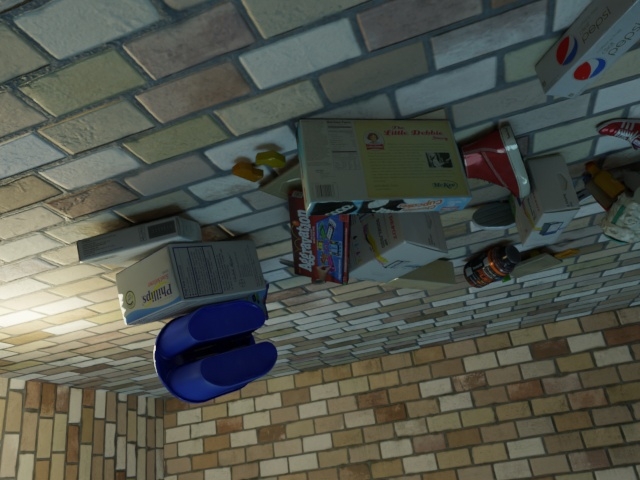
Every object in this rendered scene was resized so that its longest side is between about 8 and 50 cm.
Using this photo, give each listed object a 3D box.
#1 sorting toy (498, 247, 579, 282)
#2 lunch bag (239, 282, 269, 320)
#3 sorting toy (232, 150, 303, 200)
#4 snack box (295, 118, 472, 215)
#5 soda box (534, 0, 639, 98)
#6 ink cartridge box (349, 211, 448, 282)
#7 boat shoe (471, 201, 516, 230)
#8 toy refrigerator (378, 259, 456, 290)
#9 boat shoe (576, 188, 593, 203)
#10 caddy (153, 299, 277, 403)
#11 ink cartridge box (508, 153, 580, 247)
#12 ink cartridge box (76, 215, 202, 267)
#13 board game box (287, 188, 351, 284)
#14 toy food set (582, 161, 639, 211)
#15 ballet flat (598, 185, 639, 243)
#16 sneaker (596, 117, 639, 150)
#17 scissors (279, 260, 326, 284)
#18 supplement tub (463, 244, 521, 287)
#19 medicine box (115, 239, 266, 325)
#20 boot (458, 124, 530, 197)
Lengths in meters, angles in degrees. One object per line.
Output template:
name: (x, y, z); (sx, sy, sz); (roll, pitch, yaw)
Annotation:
sorting toy: (0.782, 0.083, 1.907); (0.347, 0.047, 0.195); (-27, 154, 36)
lunch bag: (-0.352, 0.200, 1.717); (0.293, 0.138, 0.221); (-8, 160, 23)
sorting toy: (-0.028, -0.148, 1.147); (0.229, 0.041, 0.307); (-23, 152, 39)
snack box: (0.121, -0.147, 1.008); (0.321, 0.187, 0.060); (-2, 155, -12)
soda box: (0.460, -0.335, 0.849); (0.073, 0.069, 0.216); (1, 154, -18)
ink cartridge box: (0.181, -0.012, 1.343); (0.168, 0.171, 0.232); (12, 149, -37)
boat shoe: (0.539, -0.064, 1.451); (0.226, 0.083, 0.076); (-10, 155, 2)
toy refrigerator: (0.331, 0.110, 1.764); (0.269, 0.094, 0.102); (8, 158, -32)
boat shoe: (0.739, -0.118, 1.462); (0.035, 0.035, 0.100); (19, 138, -41)
caddy: (-0.286, 0.303, 1.408); (0.179, 0.242, 0.341); (-29, 164, 37)
ink cartridge box: (0.562, -0.096, 1.303); (0.093, 0.155, 0.212); (-8, 157, 2)
ink cartridge box: (-0.437, 0.010, 1.332); (0.274, 0.060, 0.239); (-13, 172, 9)
board game box: (0.000, 0.000, 1.240); (0.144, 0.027, 0.281); (12, 139, 12)
toy food set: (0.779, -0.154, 1.361); (0.232, 0.105, 0.111); (-14, 148, -33)
ballet flat: (0.885, -0.097, 1.320); (0.408, 0.147, 0.147); (-17, 162, -30)
sneaker: (0.682, -0.234, 1.143); (0.118, 0.067, 0.042); (-5, 155, -7)
scissors: (-0.025, 0.097, 1.710); (0.108, 0.021, 0.297); (-15, 154, 20)
supplement tub: (0.597, 0.086, 1.778); (0.105, 0.106, 0.198); (5, 152, -27)
medicine box: (-0.346, 0.111, 1.378); (0.263, 0.149, 0.289); (-23, 167, 36)
boot: (0.386, -0.158, 1.201); (0.176, 0.089, 0.244); (-20, 145, 24)
